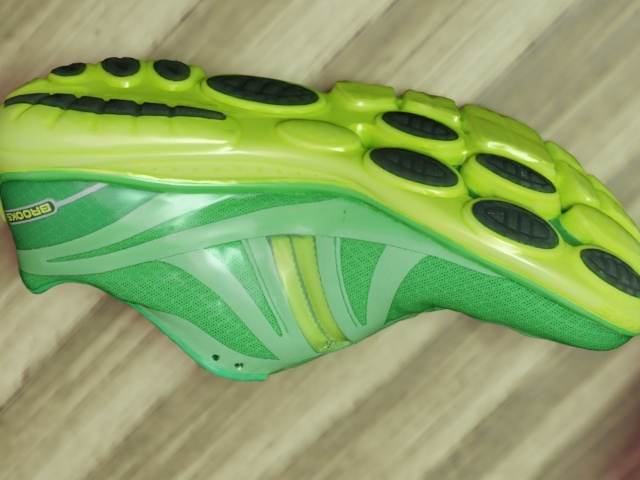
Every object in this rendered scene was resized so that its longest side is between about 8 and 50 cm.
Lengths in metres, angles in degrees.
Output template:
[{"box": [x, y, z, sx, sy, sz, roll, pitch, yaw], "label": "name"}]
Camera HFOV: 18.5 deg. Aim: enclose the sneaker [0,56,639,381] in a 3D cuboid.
[{"box": [0.000, 0.000, 0.852, 0.296, 0.109, 0.123, 12, 122, 12], "label": "sneaker"}]
